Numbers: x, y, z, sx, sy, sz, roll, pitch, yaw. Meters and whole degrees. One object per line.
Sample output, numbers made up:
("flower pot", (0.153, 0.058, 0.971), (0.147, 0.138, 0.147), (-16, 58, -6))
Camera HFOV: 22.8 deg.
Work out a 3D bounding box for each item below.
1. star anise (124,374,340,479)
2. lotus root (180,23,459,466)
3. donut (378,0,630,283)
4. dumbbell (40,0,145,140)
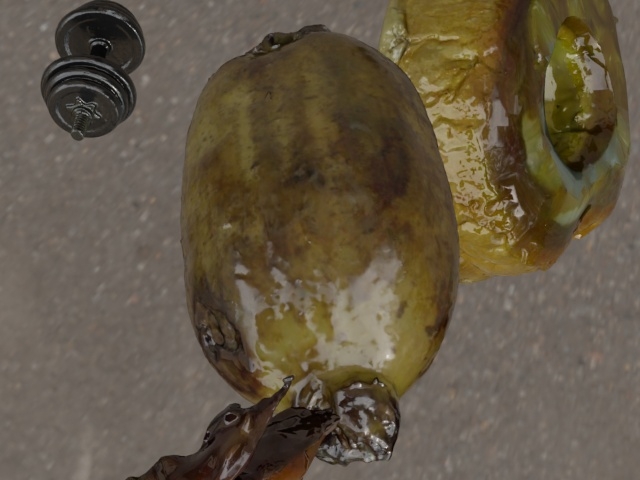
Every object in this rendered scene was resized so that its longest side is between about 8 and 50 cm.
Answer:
("star anise", (-0.070, 0.121, 0.563), (0.053, 0.212, 0.157), (41, 135, 28))
("lotus root", (0.000, 0.000, 0.819), (0.145, 0.260, 0.128), (-24, 144, 20))
("donut", (0.176, -0.120, 1.415), (0.160, 0.330, 0.330), (0, 115, 29))
("dumbbell", (-0.235, -0.179, 1.650), (0.099, 0.208, 0.099), (3, 136, 3))
